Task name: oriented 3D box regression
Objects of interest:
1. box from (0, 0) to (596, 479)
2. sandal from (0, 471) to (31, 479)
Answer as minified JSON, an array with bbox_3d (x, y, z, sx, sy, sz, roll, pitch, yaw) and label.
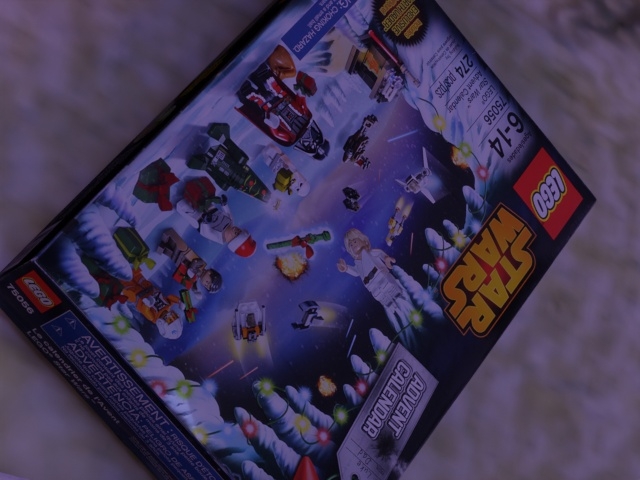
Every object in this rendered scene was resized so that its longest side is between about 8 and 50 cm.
[{"bbox_3d":[0.000,0.000,0.410,0.094,0.027,0.137,49,52,-13],"label":"box"},{"bbox_3d":[-0.040,0.095,0.316,0.265,0.076,0.102,28,59,-25],"label":"sandal"}]
